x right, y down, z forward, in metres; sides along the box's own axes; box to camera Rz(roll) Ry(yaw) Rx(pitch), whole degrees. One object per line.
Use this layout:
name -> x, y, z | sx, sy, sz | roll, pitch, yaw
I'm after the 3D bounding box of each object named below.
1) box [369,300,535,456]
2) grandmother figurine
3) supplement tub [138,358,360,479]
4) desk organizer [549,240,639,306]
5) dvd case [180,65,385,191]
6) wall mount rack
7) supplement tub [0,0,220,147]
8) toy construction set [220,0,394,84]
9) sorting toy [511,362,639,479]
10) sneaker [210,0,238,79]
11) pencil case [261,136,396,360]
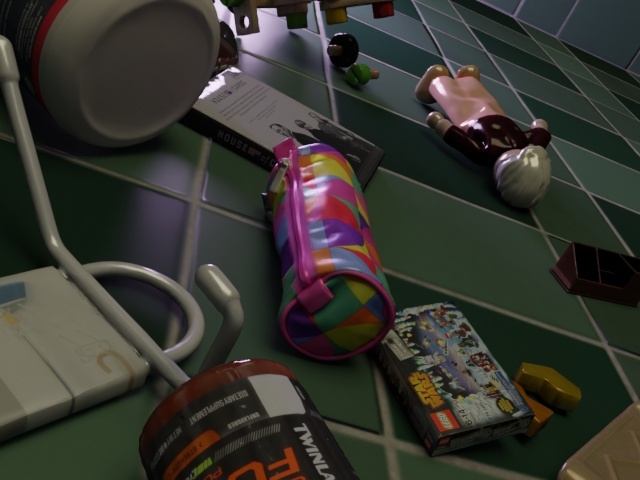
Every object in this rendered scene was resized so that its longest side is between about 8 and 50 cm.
box -> 0.104, 0.112, 0.642 | 0.093, 0.027, 0.137 | -8, 42, -23
grandmother figurine -> 0.276, -0.171, 1.217 | 0.207, 0.104, 0.342 | -9, 40, -7
supplement tub -> -0.016, 0.164, 0.394 | 0.106, 0.106, 0.198 | 2, 37, -39
desk organizer -> 0.370, 0.044, 0.980 | 0.130, 0.050, 0.047 | 12, 32, -27
dvd case -> -0.043, -0.132, 0.937 | 0.238, 0.030, 0.179 | 29, 29, 2
wall mount rack -> -0.222, 0.001, 0.457 | 0.304, 0.130, 0.350 | 41, 30, 23
supplement tub -> -0.250, -0.239, 0.764 | 0.272, 0.191, 0.191 | 43, 32, 25
toy construction set -> -0.025, -0.435, 1.195 | 0.237, 0.309, 0.257 | -14, 41, -45
sorting toy -> 0.289, 0.212, 0.657 | 0.307, 0.041, 0.229 | 37, 27, 29
sneaker -> -0.151, -0.289, 0.960 | 0.106, 0.163, 0.281 | 27, 29, -1
pencil case -> 0.000, 0.000, 0.687 | 0.104, 0.104, 0.236 | 16, 30, -20
